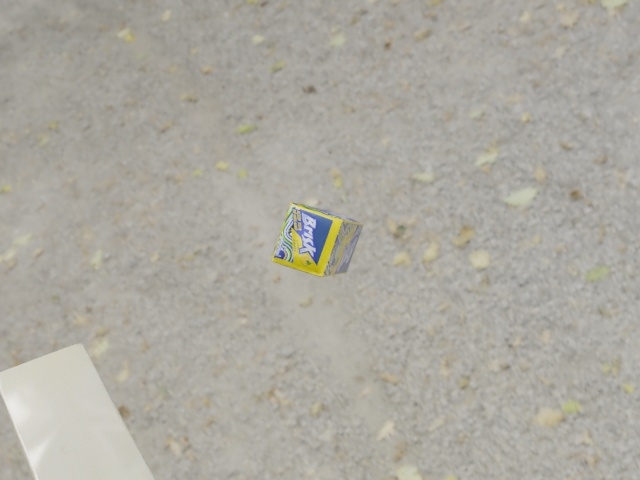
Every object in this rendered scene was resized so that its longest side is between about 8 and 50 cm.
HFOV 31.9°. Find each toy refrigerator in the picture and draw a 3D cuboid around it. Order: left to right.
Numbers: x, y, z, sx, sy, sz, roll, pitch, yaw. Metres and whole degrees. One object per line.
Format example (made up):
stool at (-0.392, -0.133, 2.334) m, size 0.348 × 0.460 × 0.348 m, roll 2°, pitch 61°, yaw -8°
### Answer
toy refrigerator at (-0.188, 0.204, 0.938) m, size 0.094 × 0.102 × 0.269 m, roll -21°, pitch 33°, yaw -19°

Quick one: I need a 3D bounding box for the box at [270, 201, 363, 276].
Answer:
box at (0.000, 0.000, 1.097) m, size 0.054 × 0.169 × 0.059 m, roll 19°, pitch 93°, yaw 8°
